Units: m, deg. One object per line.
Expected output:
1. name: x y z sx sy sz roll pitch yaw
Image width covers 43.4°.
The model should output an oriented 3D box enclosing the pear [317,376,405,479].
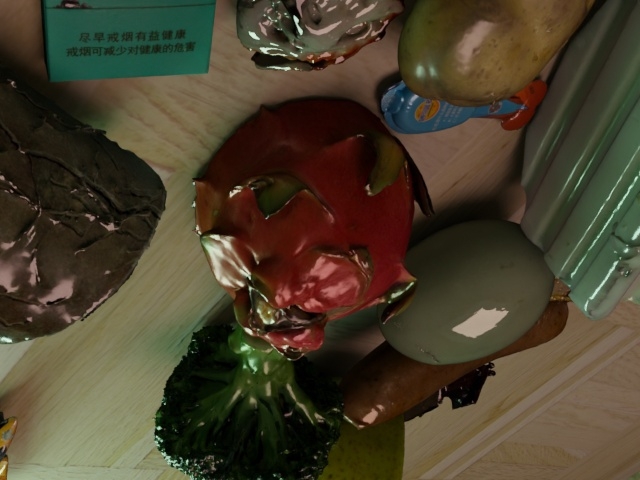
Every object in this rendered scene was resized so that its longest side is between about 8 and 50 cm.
1. pear: -0.029 0.352 1.373 0.317 0.342 0.239 12 121 -6

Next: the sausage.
1. sausage: 0.225 0.179 1.368 0.500 0.136 0.123 -18 146 -29

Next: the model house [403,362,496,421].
1. model house: 0.217 0.265 1.543 0.164 0.141 0.203 -16 169 -46

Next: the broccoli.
1. broccoli: -0.098 0.224 1.147 0.297 0.298 0.297 -10 138 -19

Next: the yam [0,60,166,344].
1. yam: -0.338 -0.063 0.711 0.241 0.241 0.348 -35 139 14

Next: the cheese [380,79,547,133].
1. cheese: 0.184 -0.176 1.026 0.256 0.037 0.106 -3 140 -29

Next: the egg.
1. egg: 0.219 0.078 1.218 0.282 0.203 0.203 -27 144 -1

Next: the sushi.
1. sushi: 0.048 -0.276 0.746 0.332 0.124 0.130 -37 144 14

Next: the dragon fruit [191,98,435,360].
1. dragon fruit: 0.000 0.000 0.981 0.305 0.226 0.305 -14 140 -12

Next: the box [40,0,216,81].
1. box: -0.171 -0.248 0.726 0.160 0.042 0.226 -9 141 -22

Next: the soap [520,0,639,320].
1. soap: 0.410 -0.137 1.010 0.156 0.261 0.446 -9 140 -20

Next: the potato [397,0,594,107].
1. potato: 0.201 -0.264 0.836 0.296 0.141 0.191 -46 145 16

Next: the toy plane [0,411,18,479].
1. toy plane: -0.530 0.344 1.220 0.204 0.103 0.316 12 124 -41

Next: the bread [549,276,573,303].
1. bread: 0.449 0.009 1.354 0.181 0.096 0.222 -2 136 -28
